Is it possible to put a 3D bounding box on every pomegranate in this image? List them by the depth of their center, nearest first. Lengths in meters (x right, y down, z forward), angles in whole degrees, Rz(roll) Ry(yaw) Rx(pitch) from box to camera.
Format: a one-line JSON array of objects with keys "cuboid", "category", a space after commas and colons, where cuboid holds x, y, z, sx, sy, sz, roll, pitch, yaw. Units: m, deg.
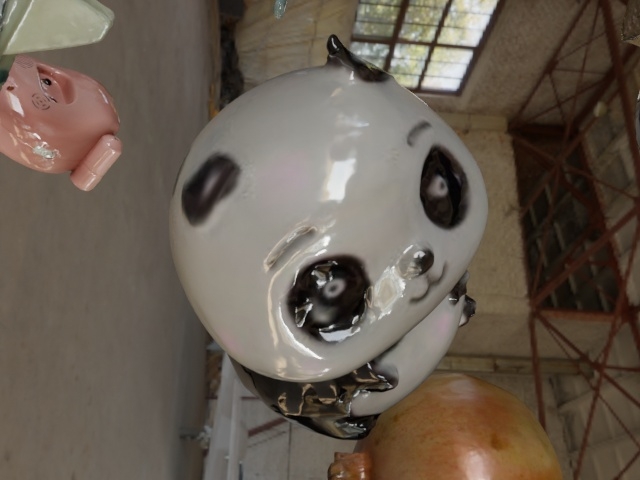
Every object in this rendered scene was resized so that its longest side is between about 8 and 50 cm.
[{"cuboid": [0.135, 0.279, 0.778, 0.229, 0.271, 0.252, -102, -158, -44], "category": "pomegranate"}]

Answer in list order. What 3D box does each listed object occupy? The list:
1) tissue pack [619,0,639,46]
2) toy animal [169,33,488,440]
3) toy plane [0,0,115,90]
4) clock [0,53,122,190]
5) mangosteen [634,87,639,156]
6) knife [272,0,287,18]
[{"cuboid": [0.608, -0.352, 0.988, 0.134, 0.271, 0.192, -163, -92, -79], "category": "tissue pack"}, {"cuboid": [0.006, 0.006, 0.416, 0.187, 0.165, 0.235, -45, 155, -21], "category": "toy animal"}, {"cuboid": [-0.227, -0.085, 0.401, 0.262, 0.088, 0.192, -44, -153, 7], "category": "toy plane"}, {"cuboid": [-0.467, -0.225, 1.114, 0.142, 0.241, 0.227, -46, -131, 19], "category": "clock"}, {"cuboid": [0.435, -0.101, 0.569, 0.293, 0.297, 0.297, 50, 23, -33], "category": "mangosteen"}, {"cuboid": [-0.031, -0.346, 0.748, 0.028, 0.015, 0.210, 43, 54, -76], "category": "knife"}]
